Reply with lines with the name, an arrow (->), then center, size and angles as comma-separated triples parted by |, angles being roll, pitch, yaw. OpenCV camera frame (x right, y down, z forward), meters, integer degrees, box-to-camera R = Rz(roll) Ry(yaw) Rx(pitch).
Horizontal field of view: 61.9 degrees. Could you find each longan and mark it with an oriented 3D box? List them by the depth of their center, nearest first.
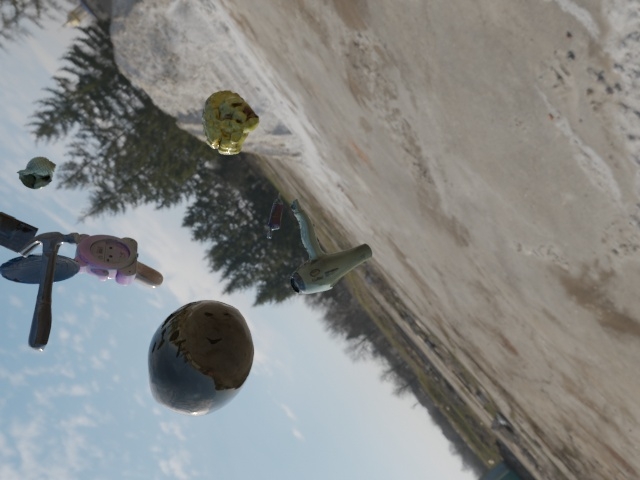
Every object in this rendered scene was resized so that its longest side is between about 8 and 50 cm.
longan -> -0.391, 0.387, 1.753 | 0.335, 0.405, 0.404 | 23, 177, 5

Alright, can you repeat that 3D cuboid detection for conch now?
conch -> -1.228, -0.296, 2.336 | 0.102, 0.153, 0.135 | -54, -55, -73

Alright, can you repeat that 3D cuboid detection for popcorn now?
popcorn -> -0.322, -0.422, 1.859 | 0.200, 0.226, 0.203 | 29, 155, -10

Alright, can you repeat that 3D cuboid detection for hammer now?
hammer -> -0.669, 0.119, 1.286 | 0.037, 0.137, 0.290 | 82, -173, -72

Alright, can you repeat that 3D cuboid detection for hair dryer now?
hair dryer -> 0.027, 0.013, 1.300 | 0.088, 0.218, 0.225 | -2, 89, 60

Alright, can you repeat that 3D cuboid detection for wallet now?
wallet -> -1.167, -0.042, 1.942 | 0.230, 0.124, 0.042 | 29, -169, -25

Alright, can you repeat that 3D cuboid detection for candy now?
candy -> -0.158, -0.088, 1.901 | 0.043, 0.175, 0.045 | 13, 170, -10

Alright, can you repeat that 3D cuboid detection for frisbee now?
frisbee -> -0.934, 0.082, 1.782 | 0.241, 0.045, 0.242 | 9, -161, -3

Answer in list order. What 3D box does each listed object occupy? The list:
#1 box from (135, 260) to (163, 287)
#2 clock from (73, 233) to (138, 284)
box -> -0.828, 0.155, 2.476 | 0.200, 0.088, 0.146 | 31, 163, -27
clock -> -0.884, 0.067, 2.202 | 0.247, 0.090, 0.228 | 11, -140, -25
